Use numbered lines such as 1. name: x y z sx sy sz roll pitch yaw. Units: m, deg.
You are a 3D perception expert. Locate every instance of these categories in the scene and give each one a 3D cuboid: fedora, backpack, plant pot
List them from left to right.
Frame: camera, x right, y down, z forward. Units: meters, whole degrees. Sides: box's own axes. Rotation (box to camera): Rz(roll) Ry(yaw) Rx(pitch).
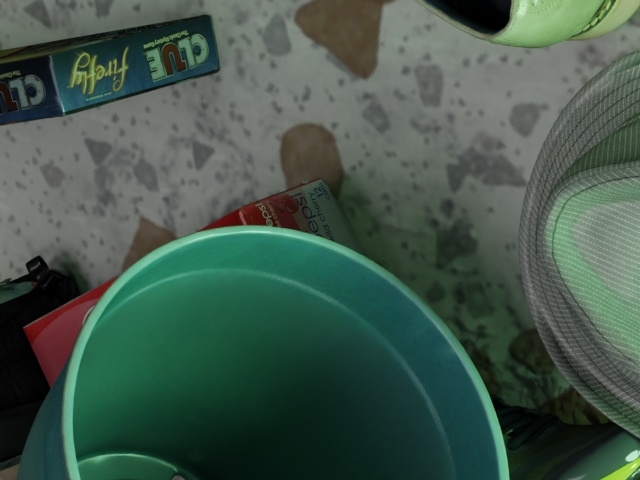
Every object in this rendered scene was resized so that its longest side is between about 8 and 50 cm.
1. backpack: -0.247 0.111 1.428 0.115 0.182 0.152 -23 91 38
2. plant pot: -0.067 0.168 1.168 0.271 0.272 0.255 55 143 8
3. fedora: 0.216 0.014 1.077 0.275 0.124 0.243 31 108 22

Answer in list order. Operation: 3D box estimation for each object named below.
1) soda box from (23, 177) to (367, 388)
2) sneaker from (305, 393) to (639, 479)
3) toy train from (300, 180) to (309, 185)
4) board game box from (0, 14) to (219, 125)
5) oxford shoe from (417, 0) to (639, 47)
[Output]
1. soda box: -0.089 0.045 1.335 0.263 0.092 0.083 -27 86 44
2. sneaker: 0.081 0.129 1.249 0.300 0.111 0.121 -9 95 35
3. toy train: 0.000 0.000 1.320 0.024 0.017 0.083 -2 104 26
4. board game box: -0.214 -0.108 1.346 0.243 0.165 0.042 -5 102 37
5. oxford shoe: 0.019 -0.261 1.140 0.397 0.146 0.140 42 125 18
